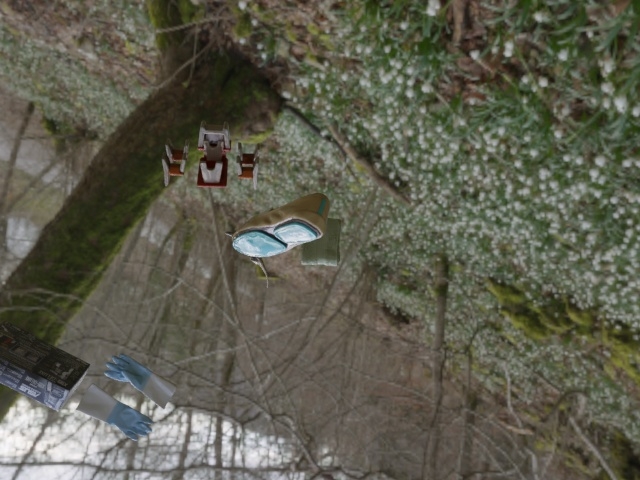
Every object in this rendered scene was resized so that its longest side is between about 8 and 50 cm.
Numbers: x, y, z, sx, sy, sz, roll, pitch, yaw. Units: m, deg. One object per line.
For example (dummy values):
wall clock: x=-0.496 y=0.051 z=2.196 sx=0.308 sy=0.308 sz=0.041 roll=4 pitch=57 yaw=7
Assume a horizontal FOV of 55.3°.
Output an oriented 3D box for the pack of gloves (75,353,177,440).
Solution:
pack of gloves: x=-0.546 y=0.452 z=1.762 sx=0.232 sy=0.195 sz=0.046 roll=39 pitch=149 yaw=-24

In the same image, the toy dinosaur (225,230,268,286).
toy dinosaur: x=-0.168 y=0.034 z=1.567 sx=0.053 sy=0.183 sz=0.092 roll=-39 pitch=-176 yaw=-15

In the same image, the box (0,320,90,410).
box: x=-0.882 y=0.375 z=1.856 sx=0.307 sy=0.076 sz=0.242 roll=31 pitch=-177 yaw=-10

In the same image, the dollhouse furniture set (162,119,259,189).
dollhouse furniture set: x=-0.311 y=-0.231 z=1.782 sx=0.262 sy=0.259 sz=0.135 roll=2 pitch=129 yaw=-7

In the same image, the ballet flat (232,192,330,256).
ballet flat: x=-0.060 y=-0.024 z=0.975 sx=0.080 sy=0.073 sz=0.232 roll=37 pitch=152 yaw=-28

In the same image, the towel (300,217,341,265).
towel: x=0.000 y=0.000 z=1.631 sx=0.110 sy=0.148 sz=0.027 roll=2 pitch=150 yaw=2
